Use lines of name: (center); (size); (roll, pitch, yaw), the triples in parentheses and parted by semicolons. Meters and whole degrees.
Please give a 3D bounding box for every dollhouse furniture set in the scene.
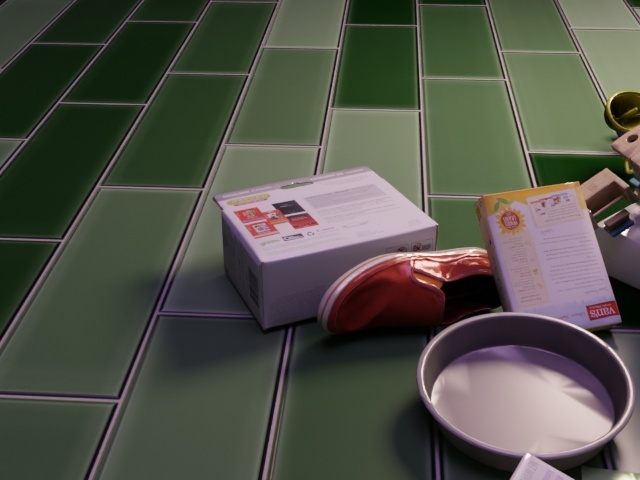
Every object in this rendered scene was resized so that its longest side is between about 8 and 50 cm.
dollhouse furniture set: (0.517, -0.078, 1.621); (0.184, 0.129, 0.129); (-34, 32, 3)

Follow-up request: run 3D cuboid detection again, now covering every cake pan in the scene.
cake pan: (0.278, 0.208, 1.322); (0.293, 0.054, 0.293); (-2, 34, 1)

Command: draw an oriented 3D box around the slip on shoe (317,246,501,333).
slip on shoe: (0.151, 0.086, 1.501); (0.331, 0.123, 0.101); (-9, 35, -24)

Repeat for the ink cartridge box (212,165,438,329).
ink cartridge box: (0.000, 0.000, 1.631); (0.310, 0.130, 0.272); (-12, 30, -19)

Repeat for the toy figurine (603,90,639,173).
toy figurine: (0.707, -0.235, 2.075); (0.363, 0.191, 0.217); (-12, 3, -23)

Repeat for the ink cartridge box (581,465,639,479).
ink cartridge box: (0.435, 0.324, 1.139); (0.235, 0.056, 0.171); (7, 31, 10)

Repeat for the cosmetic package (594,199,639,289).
cosmetic package: (0.695, -0.001, 1.656); (0.377, 0.097, 0.284); (-24, 39, -34)

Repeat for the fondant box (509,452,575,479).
fondant box: (0.288, 0.383, 0.918); (0.330, 0.096, 0.238); (30, 39, 16)

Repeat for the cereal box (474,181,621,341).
cereal box: (0.354, 0.035, 1.507); (0.173, 0.047, 0.240); (-8, 73, -13)
